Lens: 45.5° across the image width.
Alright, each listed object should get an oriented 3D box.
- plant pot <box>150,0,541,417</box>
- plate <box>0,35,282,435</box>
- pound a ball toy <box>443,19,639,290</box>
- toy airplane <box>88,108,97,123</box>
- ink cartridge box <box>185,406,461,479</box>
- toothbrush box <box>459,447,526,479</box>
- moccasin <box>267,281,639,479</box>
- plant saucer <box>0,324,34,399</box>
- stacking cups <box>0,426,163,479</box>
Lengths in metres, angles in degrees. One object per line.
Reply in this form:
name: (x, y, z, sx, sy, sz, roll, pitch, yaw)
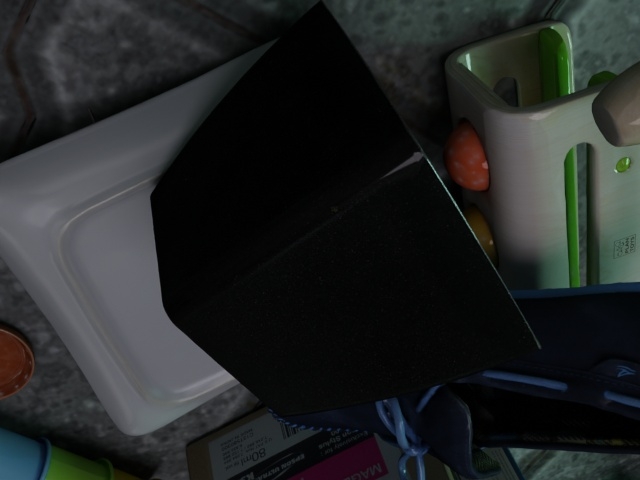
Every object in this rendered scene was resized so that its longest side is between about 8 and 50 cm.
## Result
plant pot: (0.000, 0.000, 0.483, 0.167, 0.188, 0.187, -33, 129, 8)
plate: (-0.077, 0.016, 0.590, 0.277, 0.045, 0.278, -27, 128, -10)
pound a ball toy: (0.175, -0.013, 0.569, 0.136, 0.208, 0.319, -19, 127, -3)
toy airplane: (-0.137, -0.031, 0.578, 0.151, 0.028, 0.151, -9, 125, -12)
ink cartridge box: (0.004, 0.231, 0.696, 0.234, 0.193, 0.088, -28, 127, 3)
toothbrush box: (0.197, 0.395, 0.849, 0.126, 0.216, 0.295, -18, 126, -3)
moccasin: (0.103, 0.106, 0.536, 0.342, 0.117, 0.138, -14, 138, 28)
plant saucer: (-0.282, 0.100, 0.635, 0.083, 0.013, 0.083, -8, 125, -12)
stacking cups: (-0.287, 0.199, 0.666, 0.316, 0.096, 0.096, 34, 109, -26)
